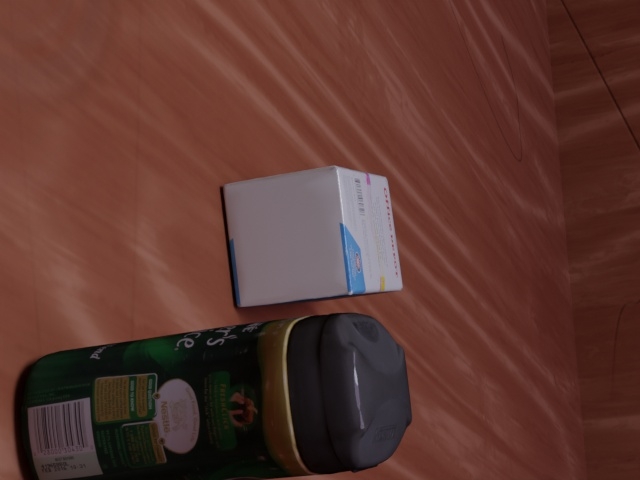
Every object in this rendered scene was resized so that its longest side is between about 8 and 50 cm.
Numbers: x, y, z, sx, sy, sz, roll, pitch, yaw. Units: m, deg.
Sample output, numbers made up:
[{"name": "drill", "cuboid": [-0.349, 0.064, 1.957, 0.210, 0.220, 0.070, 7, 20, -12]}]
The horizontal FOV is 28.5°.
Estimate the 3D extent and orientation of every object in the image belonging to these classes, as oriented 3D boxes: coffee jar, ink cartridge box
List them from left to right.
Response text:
[{"name": "coffee jar", "cuboid": [-0.050, 0.083, 0.637, 0.096, 0.184, 0.079, 12, 71, -69]}, {"name": "ink cartridge box", "cuboid": [0.000, 0.000, 0.947, 0.143, 0.089, 0.092, 6, 76, -70]}]
